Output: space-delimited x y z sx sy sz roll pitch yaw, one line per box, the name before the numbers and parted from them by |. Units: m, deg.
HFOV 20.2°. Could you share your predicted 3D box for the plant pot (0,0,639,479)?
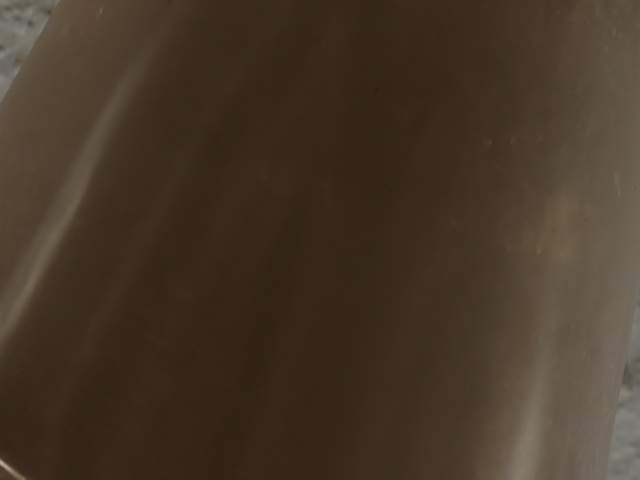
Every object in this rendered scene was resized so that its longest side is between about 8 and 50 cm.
plant pot | 0.000 0.000 0.536 0.263 0.263 0.229 18 108 -9
